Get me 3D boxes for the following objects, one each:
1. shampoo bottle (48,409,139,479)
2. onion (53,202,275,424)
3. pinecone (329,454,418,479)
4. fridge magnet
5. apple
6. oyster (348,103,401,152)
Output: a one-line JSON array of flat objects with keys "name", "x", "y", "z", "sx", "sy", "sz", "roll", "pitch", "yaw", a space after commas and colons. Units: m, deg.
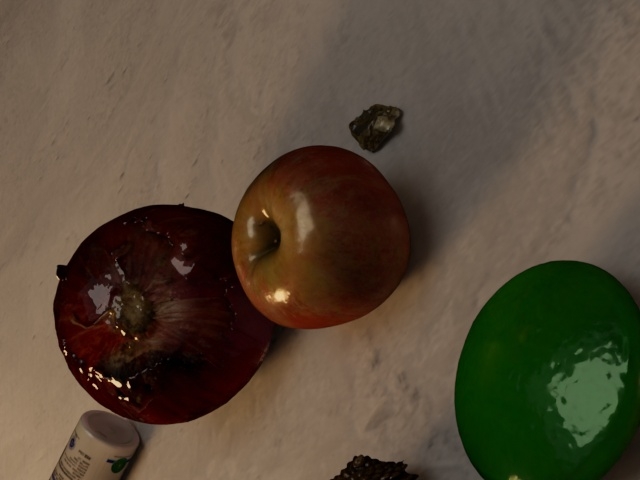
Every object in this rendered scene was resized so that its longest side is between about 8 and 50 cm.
[{"name": "shampoo bottle", "x": -0.357, "y": 0.387, "z": 1.627, "sx": 0.303, "sy": 0.092, "sz": 0.092, "roll": -62, "pitch": 35, "yaw": 14}, {"name": "onion", "x": -0.183, "y": 0.088, "z": 1.402, "sx": 0.276, "sy": 0.276, "sz": 0.276, "roll": -29, "pitch": 52, "yaw": 45}, {"name": "pinecone", "x": 0.047, "y": 0.262, "z": 1.105, "sx": 0.102, "sy": 0.102, "sz": 0.109, "roll": -23, "pitch": 56, "yaw": 48}, {"name": "fridge magnet", "x": 0.194, "y": 0.118, "z": 0.974, "sx": 0.208, "sy": 0.088, "sz": 0.208, "roll": -30, "pitch": 51, "yaw": 44}, {"name": "apple", "x": 0.000, "y": 0.000, "z": 1.245, "sx": 0.209, "sy": 0.164, "sz": 0.209, "roll": -9, "pitch": 79, "yaw": 54}, {"name": "oyster", "x": 0.056, "y": -0.131, "z": 1.346, "sx": 0.093, "sy": 0.034, "sz": 0.051, "roll": -28, "pitch": 45, "yaw": 51}]
